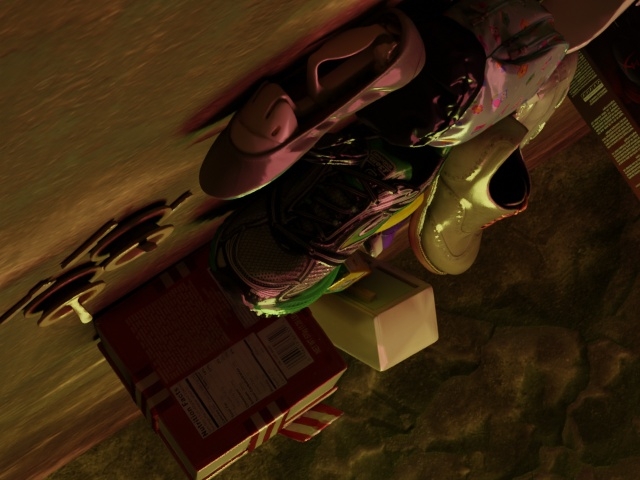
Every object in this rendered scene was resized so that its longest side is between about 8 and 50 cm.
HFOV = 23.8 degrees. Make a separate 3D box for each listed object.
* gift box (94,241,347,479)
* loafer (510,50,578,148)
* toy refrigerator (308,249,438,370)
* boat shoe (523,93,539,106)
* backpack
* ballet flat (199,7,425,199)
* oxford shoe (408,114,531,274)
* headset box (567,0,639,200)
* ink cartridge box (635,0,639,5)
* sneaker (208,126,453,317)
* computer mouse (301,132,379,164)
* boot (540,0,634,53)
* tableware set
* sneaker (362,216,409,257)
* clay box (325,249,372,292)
[{"bbox_3d":[-0.104,0.146,1.875,0.276,0.255,0.258,-29,172,-12],"label":"gift box"},{"bbox_3d":[0.238,-0.159,1.949,0.111,0.112,0.319,-23,170,-21],"label":"loafer"},{"bbox_3d":[0.028,0.068,2.020,0.102,0.094,0.269,-26,-147,-29],"label":"toy refrigerator"},{"bbox_3d":[0.183,-0.180,1.683,0.081,0.079,0.227,-28,170,16],"label":"boat shoe"},{"bbox_3d":[0.128,-0.157,1.318,0.182,0.115,0.152,-32,172,-44],"label":"backpack"},{"bbox_3d":[-0.014,-0.114,1.198,0.213,0.072,0.068,-34,147,-4],"label":"ballet flat"},{"bbox_3d":[0.192,-0.046,1.899,0.123,0.130,0.348,-56,160,-24],"label":"oxford shoe"},{"bbox_3d":[0.444,-0.194,1.897,0.218,0.293,0.110,-31,174,-17],"label":"headset box"},{"bbox_3d":[0.401,-0.334,1.554,0.208,0.045,0.206,-50,169,23],"label":"ink cartridge box"},{"bbox_3d":[0.012,-0.047,1.654,0.343,0.134,0.146,-41,172,-33],"label":"sneaker"},{"bbox_3d":[0.063,-0.123,1.581,0.242,0.071,0.041,-22,135,-46],"label":"computer mouse"},{"bbox_3d":[0.303,-0.259,1.669,0.190,0.069,0.086,-36,172,0],"label":"boot"},{"bbox_3d":[-0.201,0.032,1.417,0.194,0.039,0.128,-38,173,34],"label":"tableware set"},{"bbox_3d":[0.098,-0.063,2.020,0.146,0.102,0.293,-36,175,-2],"label":"sneaker"},{"bbox_3d":[0.000,0.000,1.855,0.053,0.127,0.222,-34,174,7],"label":"clay box"}]
